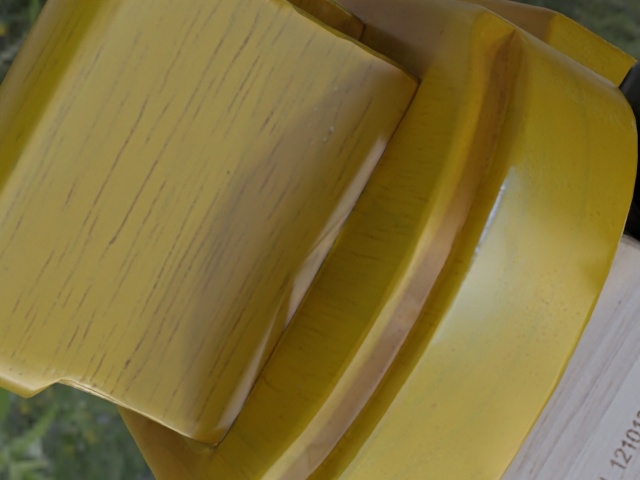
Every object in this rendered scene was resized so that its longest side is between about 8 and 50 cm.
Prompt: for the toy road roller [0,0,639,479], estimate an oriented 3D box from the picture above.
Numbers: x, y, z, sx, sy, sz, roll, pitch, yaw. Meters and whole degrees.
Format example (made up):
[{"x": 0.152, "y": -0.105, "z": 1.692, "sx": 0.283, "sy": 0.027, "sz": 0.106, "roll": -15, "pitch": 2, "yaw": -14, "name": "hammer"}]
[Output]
[{"x": 0.000, "y": 0.000, "z": 0.619, "sx": 0.240, "sy": 0.329, "sz": 0.203, "roll": 29, "pitch": 92, "yaw": -18, "name": "toy road roller"}]
